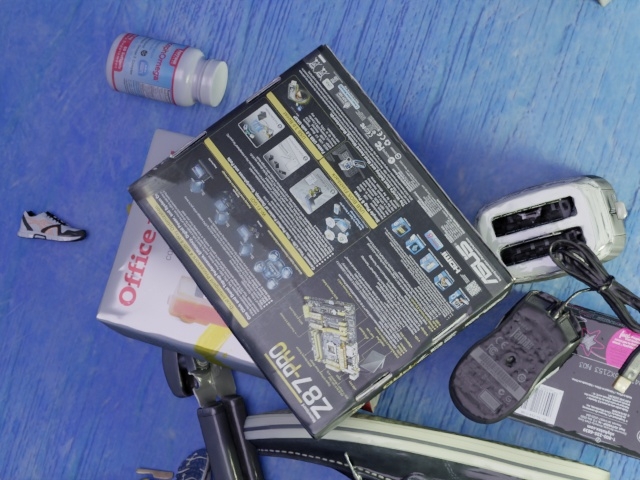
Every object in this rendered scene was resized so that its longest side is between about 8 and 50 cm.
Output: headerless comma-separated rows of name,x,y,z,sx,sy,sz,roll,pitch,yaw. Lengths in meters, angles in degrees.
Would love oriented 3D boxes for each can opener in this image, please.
can opener,-0.154,0.253,1.996,0.095,0.076,0.284,-14,91,45

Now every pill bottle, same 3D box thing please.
pill bottle,-0.219,-0.240,2.001,0.160,0.087,0.087,14,93,13

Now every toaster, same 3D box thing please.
toaster,0.291,-0.012,1.844,0.226,0.146,0.129,-14,86,14

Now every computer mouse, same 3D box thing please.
computer mouse,0.297,0.145,1.747,0.184,0.060,0.262,38,90,14

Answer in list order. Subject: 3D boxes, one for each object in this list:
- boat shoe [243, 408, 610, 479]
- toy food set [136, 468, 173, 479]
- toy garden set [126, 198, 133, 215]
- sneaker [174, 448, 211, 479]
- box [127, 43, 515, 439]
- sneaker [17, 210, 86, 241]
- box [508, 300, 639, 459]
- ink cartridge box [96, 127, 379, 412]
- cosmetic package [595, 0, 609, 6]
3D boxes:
boat shoe,0.131,0.324,1.867,0.500,0.187,0.156,12,87,8
toy food set,-0.250,0.384,2.007,0.077,0.019,0.122,5,59,6
toy garden set,-0.163,0.017,2.006,0.244,0.049,0.204,-12,87,14
sneaker,-0.178,0.369,2.012,0.052,0.058,0.135,-2,68,37
box,0.000,0.000,1.752,0.318,0.097,0.395,-37,79,-7
sneaker,-0.398,-0.021,2.069,0.109,0.040,0.044,7,90,13
box,0.376,0.184,1.826,0.247,0.142,0.163,17,95,15
ink cartridge box,-0.073,0.040,1.879,0.384,0.160,0.279,16,80,7
cosmetic package,0.361,-0.418,1.809,0.151,0.183,0.151,46,99,10
